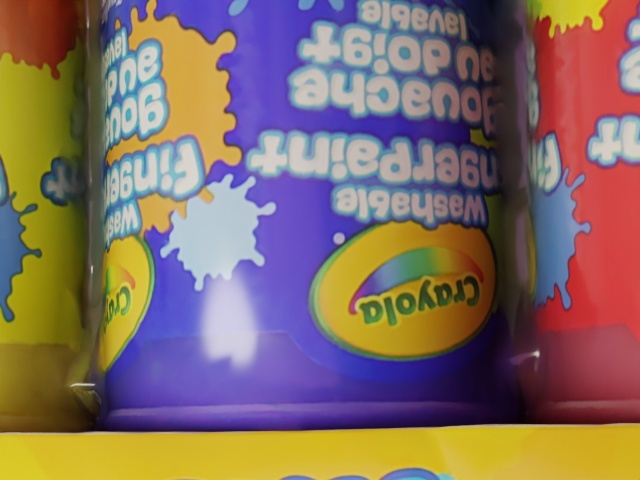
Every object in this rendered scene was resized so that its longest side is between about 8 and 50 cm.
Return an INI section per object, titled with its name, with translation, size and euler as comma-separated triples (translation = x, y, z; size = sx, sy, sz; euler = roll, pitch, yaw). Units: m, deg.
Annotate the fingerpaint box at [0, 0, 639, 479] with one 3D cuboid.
[fingerpaint box]
translation = 0.000, 0.000, 0.545
size = 0.444, 0.163, 0.371
euler = -2, 83, 13
